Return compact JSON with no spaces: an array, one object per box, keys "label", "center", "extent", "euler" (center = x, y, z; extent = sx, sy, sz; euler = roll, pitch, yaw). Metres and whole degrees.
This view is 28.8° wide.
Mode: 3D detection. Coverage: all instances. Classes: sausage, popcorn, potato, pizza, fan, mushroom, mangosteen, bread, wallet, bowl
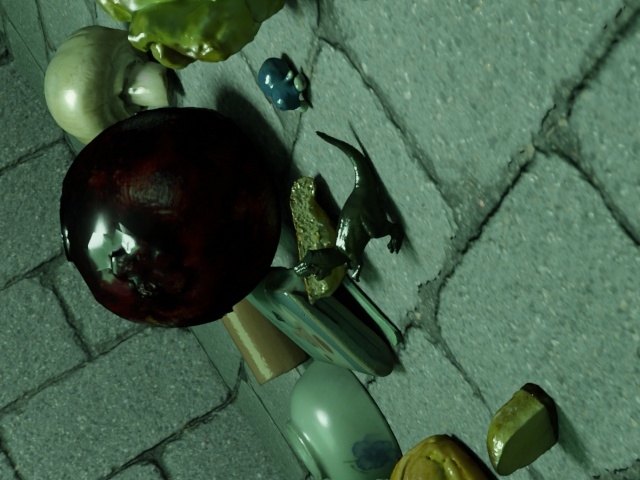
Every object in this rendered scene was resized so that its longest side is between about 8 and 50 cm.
[{"label":"sausage","center":[-0.136,0.170,2.602],"extent":[0.253,0.123,0.123],"euler":[60,164,-1]},{"label":"popcorn","center":[-0.184,-0.350,1.588],"extent":[0.276,0.225,0.276],"euler":[53,164,23]},{"label":"potato","center":[0.246,0.243,1.597],"extent":[0.066,0.103,0.096],"euler":[39,154,44]},{"label":"pizza","center":[0.001,0.007,1.980],"extent":[0.204,0.081,0.188],"euler":[94,166,-80]},{"label":"fan","center":[0.071,0.097,2.025],"extent":[0.193,0.016,0.038],"euler":[48,158,30]},{"label":"mushroom","center":[-0.389,-0.290,2.386],"extent":[0.234,0.260,0.254],"euler":[11,133,19]},{"label":"mangosteen","center":[-0.264,-0.045,2.121],"extent":[0.381,0.381,0.421],"euler":[66,169,-24]},{"label":"bread","center":[0.237,0.509,2.029],"extent":[0.328,0.148,0.337],"euler":[51,163,26]},{"label":"wallet","center":[-0.017,0.138,2.193],"extent":[0.252,0.083,0.360],"euler":[43,167,-12]},{"label":"bowl","center":[0.024,0.378,2.449],"extent":[0.289,0.146,0.289],"euler":[51,163,23]}]

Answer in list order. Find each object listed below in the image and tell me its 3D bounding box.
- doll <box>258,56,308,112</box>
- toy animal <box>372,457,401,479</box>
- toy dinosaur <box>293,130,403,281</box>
[{"label":"doll","center":[-0.055,-0.223,1.761],"extent":[0.083,0.050,0.076],"euler":[53,159,26]},{"label":"toy animal","center":[0.195,0.521,2.314],"extent":[0.255,0.090,0.170],"euler":[55,160,4]},{"label":"toy dinosaur","center":[0.022,-0.028,1.694],"extent":[0.179,0.187,0.087],"euler":[37,179,-38]}]
